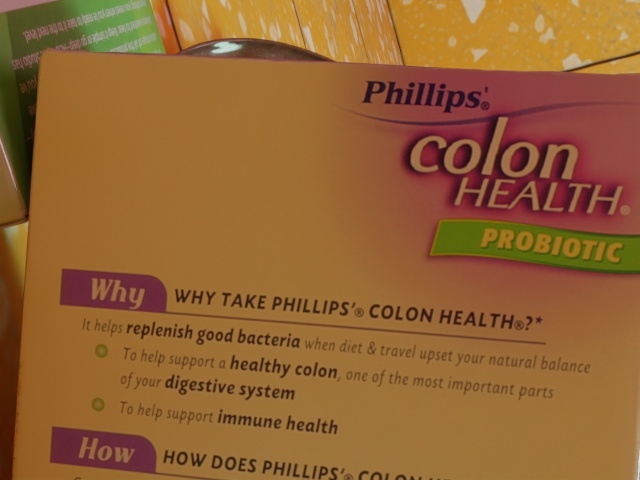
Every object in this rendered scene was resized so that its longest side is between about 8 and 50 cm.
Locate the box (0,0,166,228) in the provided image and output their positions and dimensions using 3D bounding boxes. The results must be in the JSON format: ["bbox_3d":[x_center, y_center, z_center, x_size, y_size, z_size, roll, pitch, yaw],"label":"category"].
[{"bbox_3d":[-0.154,-0.179,0.511,0.232,0.058,0.322,-61,135,-73],"label":"box"}]

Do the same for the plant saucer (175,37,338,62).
[{"bbox_3d":[-0.019,-0.053,0.793,0.198,0.198,0.036,-92,-157,-46],"label":"plant saucer"}]

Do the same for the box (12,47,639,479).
[{"bbox_3d":[0.009,0.060,0.464,0.117,0.213,0.243,-1,95,-78],"label":"box"}]
